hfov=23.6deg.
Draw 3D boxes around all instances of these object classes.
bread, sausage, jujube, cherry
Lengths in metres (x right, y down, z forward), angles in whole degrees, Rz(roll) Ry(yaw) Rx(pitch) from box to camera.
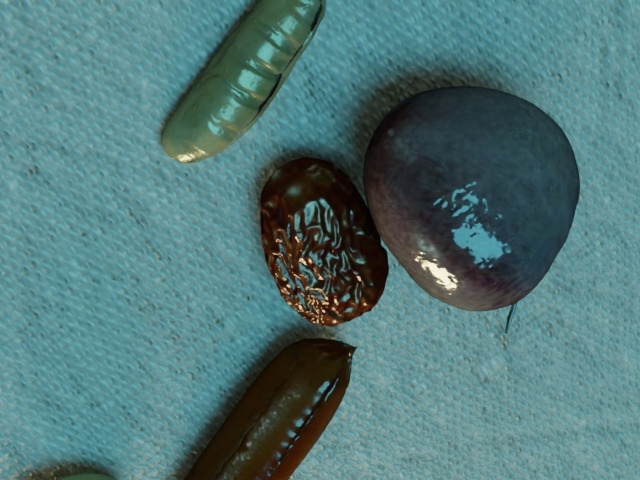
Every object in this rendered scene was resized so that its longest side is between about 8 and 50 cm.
[{"bbox_3d":[-0.066,-0.151,1.415,0.073,0.053,0.214,29,104,-40],"label":"bread"},{"bbox_3d":[-0.073,0.232,1.629,0.102,0.102,0.330,25,108,-35],"label":"sausage"},{"bbox_3d":[0.000,0.000,1.516,0.112,0.109,0.176,-49,129,-38],"label":"jujube"},{"bbox_3d":[0.151,-0.043,1.498,0.266,0.183,0.213,40,60,-36],"label":"cherry"}]

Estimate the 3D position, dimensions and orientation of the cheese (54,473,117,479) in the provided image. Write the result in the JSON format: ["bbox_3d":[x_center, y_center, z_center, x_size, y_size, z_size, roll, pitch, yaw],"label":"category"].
[{"bbox_3d":[-0.297,0.315,1.569,0.227,0.064,0.137,-14,127,-34],"label":"cheese"}]
